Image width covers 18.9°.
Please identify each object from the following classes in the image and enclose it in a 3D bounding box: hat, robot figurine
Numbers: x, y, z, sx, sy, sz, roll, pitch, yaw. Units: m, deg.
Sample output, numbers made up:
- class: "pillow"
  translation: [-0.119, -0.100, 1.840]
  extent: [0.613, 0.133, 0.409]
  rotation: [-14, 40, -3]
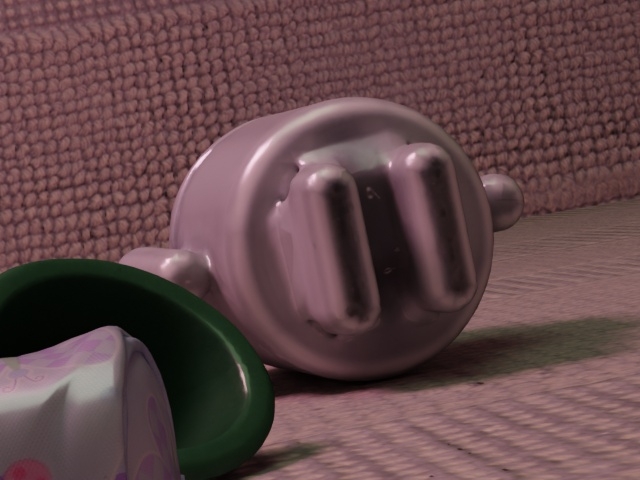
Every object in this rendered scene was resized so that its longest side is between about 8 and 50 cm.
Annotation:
- class: "hat"
  translation: [-0.145, 0.128, 1.101]
  extent: [0.208, 0.184, 0.173]
  rotation: [39, 38, 26]
- class: "robot figurine"
  translation: [0.000, 0.000, 1.430]
  extent: [0.300, 0.200, 0.353]
  rotation: [-9, 2, -16]

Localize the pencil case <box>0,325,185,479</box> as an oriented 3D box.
- class: "pencil case"
  translation: [-0.180, 0.105, 0.682]
  extent: [0.273, 0.114, 0.124]
  rotation: [-9, -7, 0]
